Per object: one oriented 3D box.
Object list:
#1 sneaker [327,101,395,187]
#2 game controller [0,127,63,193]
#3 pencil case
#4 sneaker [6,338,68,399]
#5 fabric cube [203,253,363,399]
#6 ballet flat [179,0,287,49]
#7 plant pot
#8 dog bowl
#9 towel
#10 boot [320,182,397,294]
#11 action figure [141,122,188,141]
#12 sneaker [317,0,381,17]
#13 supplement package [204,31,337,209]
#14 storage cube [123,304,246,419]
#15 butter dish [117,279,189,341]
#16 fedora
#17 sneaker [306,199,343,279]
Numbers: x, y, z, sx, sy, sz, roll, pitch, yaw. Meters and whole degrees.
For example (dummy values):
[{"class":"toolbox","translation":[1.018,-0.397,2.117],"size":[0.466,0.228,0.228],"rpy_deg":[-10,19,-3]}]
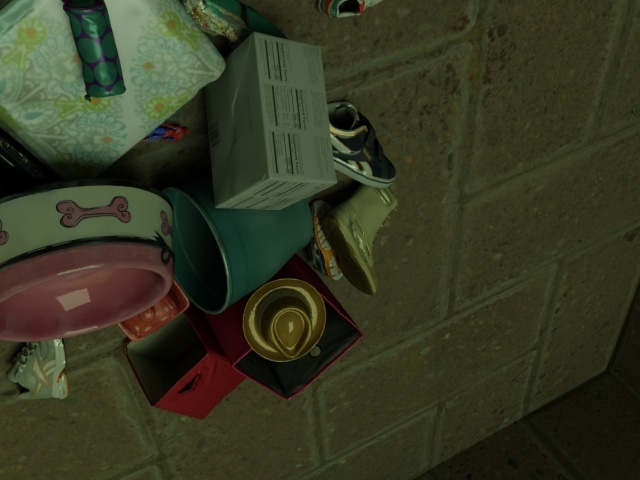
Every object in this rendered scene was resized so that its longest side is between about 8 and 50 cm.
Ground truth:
[{"class":"sneaker","translation":[0.077,-0.216,1.559],"size":[0.321,0.126,0.127],"rpy_deg":[17,121,-42]},{"class":"game controller","translation":[-0.535,-0.158,1.130],"size":[0.319,0.166,0.067],"rpy_deg":[54,50,-54]},{"class":"pencil case","translation":[-0.347,-0.294,1.083],"size":[0.064,0.070,0.152],"rpy_deg":[-44,144,-41]},{"class":"sneaker","translation":[-0.609,0.256,1.509],"size":[0.121,0.099,0.263],"rpy_deg":[-8,129,-25]},{"class":"fabric cube","translation":[-0.102,0.175,1.680],"size":[0.254,0.258,0.259],"rpy_deg":[-42,139,2]},{"class":"ballet flat","translation":[-0.160,-0.391,1.280],"size":[0.077,0.091,0.241],"rpy_deg":[-27,144,35]},{"class":"plant pot","translation":[-0.165,-0.021,1.472],"size":[0.255,0.271,0.272],"rpy_deg":[-25,138,-34]},{"class":"dog bowl","translation":[-0.449,0.053,1.274],"size":[0.407,0.151,0.408],"rpy_deg":[-18,160,-7]},{"class":"towel","translation":[-0.390,-0.294,1.166],"size":[0.374,0.090,0.320],"rpy_deg":[-38,135,3]},{"class":"boot","translation":[0.120,-0.014,1.735],"size":[0.203,0.095,0.262],"rpy_deg":[-47,125,-28]},{"class":"action figure","translation":[-0.307,-0.208,1.361],"size":[0.115,0.030,0.038],"rpy_deg":[-9,136,-37]},{"class":"sneaker","translation":[0.078,-0.465,1.375],"size":[0.161,0.075,0.057],"rpy_deg":[-20,136,-20]},{"class":"supplement package","translation":[-0.097,-0.206,1.291],"size":[0.145,0.262,0.204],"rpy_deg":[1,167,-35]},{"class":"storage cube","translation":[-0.310,0.284,1.665],"size":[0.183,0.215,0.193],"rpy_deg":[-44,145,5]},{"class":"butter dish","translation":[-0.380,0.141,1.529],"size":[0.160,0.118,0.160],"rpy_deg":[-34,114,-6]},{"class":"fedora","translation":[-0.068,0.177,1.462],"size":[0.194,0.079,0.195],"rpy_deg":[-5,111,-13]},{"class":"sneaker","translation":[0.000,0.000,1.735],"size":[0.084,0.083,0.215],"rpy_deg":[-35,125,-40]}]
